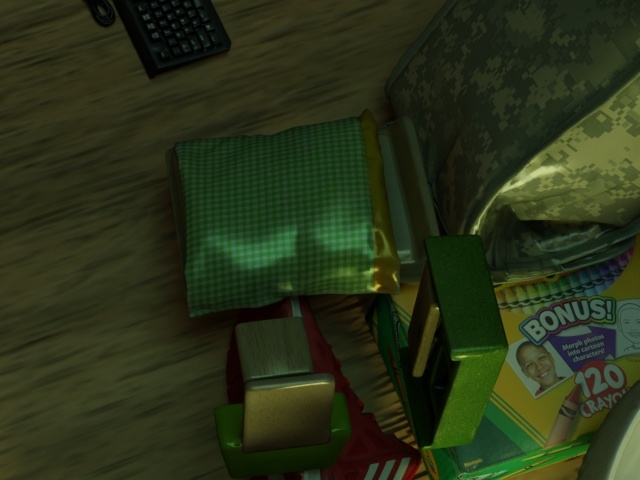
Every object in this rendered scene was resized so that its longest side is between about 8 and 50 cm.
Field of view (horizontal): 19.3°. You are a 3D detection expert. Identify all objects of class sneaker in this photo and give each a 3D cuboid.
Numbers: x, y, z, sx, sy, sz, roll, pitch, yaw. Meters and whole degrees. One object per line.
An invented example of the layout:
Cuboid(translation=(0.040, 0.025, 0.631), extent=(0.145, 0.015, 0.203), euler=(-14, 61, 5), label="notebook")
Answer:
Cuboid(translation=(0.004, 0.133, 1.462), extent=(0.128, 0.087, 0.221), euler=(19, 51, -33), label="sneaker")

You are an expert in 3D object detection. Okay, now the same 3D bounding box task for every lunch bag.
Cuboid(translation=(0.195, -0.120, 1.485), extent=(0.169, 0.287, 0.235), euler=(35, 22, -39), label="lunch bag")

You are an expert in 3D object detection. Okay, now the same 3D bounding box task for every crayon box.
Cuboid(translation=(0.196, 0.085, 1.503), extent=(0.278, 0.081, 0.165), euler=(-16, 71, -17), label="crayon box")

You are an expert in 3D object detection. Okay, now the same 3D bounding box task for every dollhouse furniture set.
Cuboid(translation=(0.000, 0.000, 1.378), extent=(0.198, 0.151, 0.301), euler=(-6, 57, -9), label="dollhouse furniture set")

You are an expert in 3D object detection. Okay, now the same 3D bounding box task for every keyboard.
Cuboid(translation=(-0.157, -0.223, 1.597), extent=(0.108, 0.023, 0.180), euler=(-20, 72, -19), label="keyboard")

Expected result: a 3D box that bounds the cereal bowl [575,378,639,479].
Cuboid(translation=(0.331, 0.233, 1.413), extent=(0.339, 0.141, 0.338), euler=(2, 84, -17), label="cereal bowl")
